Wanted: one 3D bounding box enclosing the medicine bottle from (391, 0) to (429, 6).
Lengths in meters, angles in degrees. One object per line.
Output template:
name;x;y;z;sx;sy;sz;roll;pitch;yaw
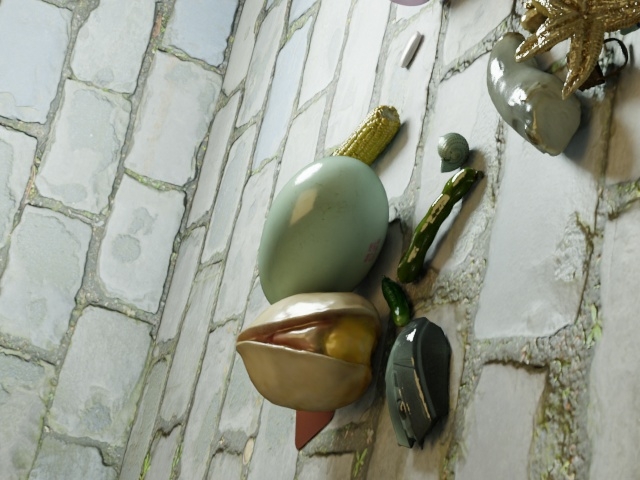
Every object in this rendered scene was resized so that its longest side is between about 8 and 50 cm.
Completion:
medicine bottle;0.231;-0.615;2.049;0.316;0.202;0.202;-33;42;59

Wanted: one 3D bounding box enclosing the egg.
egg;0.000;0.000;2.057;0.230;0.230;0.371;-97;27;-50

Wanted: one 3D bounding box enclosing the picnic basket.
picnic basket;0.398;-0.258;1.514;0.083;0.072;0.072;-22;43;22

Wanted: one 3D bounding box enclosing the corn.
corn;0.090;-0.197;2.218;0.238;0.080;0.080;-44;33;46

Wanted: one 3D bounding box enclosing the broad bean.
broad bean;0.199;-0.028;1.833;0.053;0.052;0.256;42;116;23

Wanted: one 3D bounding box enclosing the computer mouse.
computer mouse;0.146;0.227;1.702;0.126;0.071;0.231;-44;34;51

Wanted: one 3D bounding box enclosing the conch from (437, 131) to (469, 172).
conch;0.231;-0.154;1.849;0.085;0.057;0.076;-68;-14;-65

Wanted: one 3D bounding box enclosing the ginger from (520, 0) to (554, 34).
ginger;0.388;-0.383;1.650;0.193;0.053;0.176;-57;23;29

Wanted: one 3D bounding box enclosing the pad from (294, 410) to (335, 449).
pad;-0.009;0.279;2.153;0.181;0.004;0.267;-50;28;44

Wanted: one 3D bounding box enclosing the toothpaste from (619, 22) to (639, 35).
toothpaste;0.445;-0.392;1.529;0.062;0.039;0.239;-23;47;30

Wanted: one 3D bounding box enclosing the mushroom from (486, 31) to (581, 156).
mushroom;0.318;-0.229;1.639;0.351;0.097;0.109;-103;35;-60

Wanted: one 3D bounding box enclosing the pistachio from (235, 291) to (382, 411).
pistachio;-0.020;0.199;1.935;0.309;0.230;0.229;-15;57;51

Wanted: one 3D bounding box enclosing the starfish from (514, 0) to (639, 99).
starfish;0.373;-0.307;1.489;0.277;0.062;0.235;27;89;46

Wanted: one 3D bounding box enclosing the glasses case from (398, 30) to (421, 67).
glasses case;0.188;-0.403;2.229;0.083;0.021;0.032;-63;24;21

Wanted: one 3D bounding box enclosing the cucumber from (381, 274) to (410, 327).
cucumber;0.136;0.105;1.890;0.037;0.037;0.155;-62;24;24
